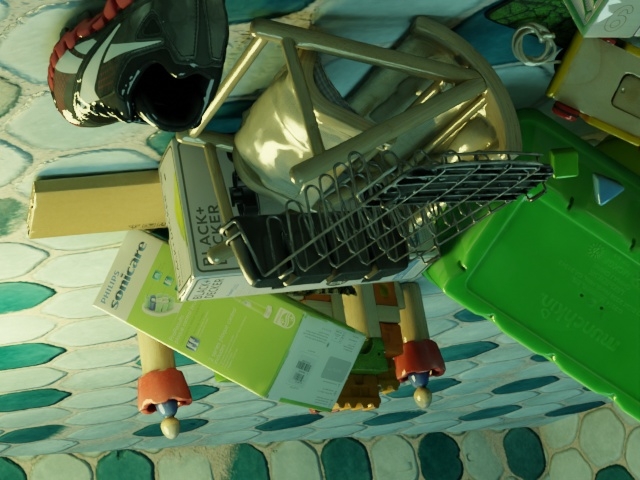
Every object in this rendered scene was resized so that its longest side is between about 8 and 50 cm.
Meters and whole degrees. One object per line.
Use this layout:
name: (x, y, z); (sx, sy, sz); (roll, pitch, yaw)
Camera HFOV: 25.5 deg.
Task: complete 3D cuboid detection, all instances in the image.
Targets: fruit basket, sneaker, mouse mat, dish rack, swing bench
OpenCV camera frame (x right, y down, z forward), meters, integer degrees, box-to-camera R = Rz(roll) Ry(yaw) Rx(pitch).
fruit basket: (0.332, 0.011, 1.682); (0.392, 0.392, 0.283); (11, 117, -51)
sneaker: (-0.160, -0.141, 1.216); (0.097, 0.135, 0.276); (-1, 162, -33)
mouse mat: (0.272, -0.232, 1.395); (0.152, 0.007, 0.190); (-24, 159, 38)
dish rack: (0.064, -0.031, 1.262); (0.208, 0.074, 0.271); (-5, 161, -39)
swing bench: (0.024, -0.101, 1.420); (0.255, 0.165, 0.253); (-8, 163, -27)

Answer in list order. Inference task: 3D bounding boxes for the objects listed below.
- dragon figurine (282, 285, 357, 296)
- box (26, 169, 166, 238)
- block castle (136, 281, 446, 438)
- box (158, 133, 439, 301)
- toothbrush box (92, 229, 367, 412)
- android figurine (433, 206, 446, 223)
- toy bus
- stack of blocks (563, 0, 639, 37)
dragon figurine: (0.000, 0.000, 1.827); (0.085, 0.144, 0.289); (0, 176, 16)
box: (-0.244, -0.044, 1.678); (0.201, 0.021, 0.164); (-5, 162, -16)
block castle: (-0.041, 0.193, 2.248); (0.453, 0.213, 0.303); (7, 156, -45)
box: (-0.026, -0.032, 1.594); (0.290, 0.169, 0.087); (-4, 162, -18)
toothbrush box: (-0.114, 0.103, 1.825); (0.283, 0.122, 0.206); (26, 180, 26)
android figurine: (0.170, -0.021, 1.948); (0.248, 0.056, 0.273); (-21, 159, 31)
toy bus: (0.306, -0.158, 1.455); (0.191, 0.202, 0.104); (-19, -167, 4)
stack of blocks: (0.250, -0.258, 0.884); (0.087, 0.171, 0.297); (-4, 148, -26)
